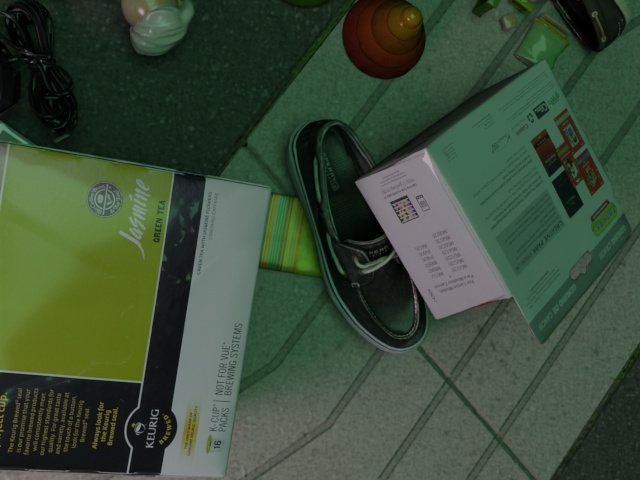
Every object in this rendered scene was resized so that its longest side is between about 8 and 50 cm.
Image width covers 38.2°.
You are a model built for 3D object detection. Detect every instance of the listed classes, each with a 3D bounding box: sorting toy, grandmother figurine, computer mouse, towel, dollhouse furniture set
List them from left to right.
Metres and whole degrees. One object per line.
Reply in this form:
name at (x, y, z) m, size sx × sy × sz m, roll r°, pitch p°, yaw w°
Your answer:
computer mouse at (-0.438, -0.176, 1.096) m, size 0.272 × 0.072 × 0.188 m, roll -16°, pitch 73°, yaw -20°
grandmother figurine at (-0.226, -0.391, 1.103) m, size 0.104 × 0.208 × 0.342 m, roll -4°, pitch 115°, yaw 11°
towel at (0.000, 0.000, 1.243) m, size 0.237 × 0.021 × 0.102 m, roll 11°, pitch 90°, yaw -15°
sorting toy at (0.012, -0.362, 1.195) m, size 0.365 × 0.126 × 0.127 m, roll 41°, pitch 80°, yaw -12°
dollhouse furniture set at (0.293, -0.304, 1.303) m, size 0.152 × 0.058 × 0.076 m, roll 33°, pitch 82°, yaw -12°

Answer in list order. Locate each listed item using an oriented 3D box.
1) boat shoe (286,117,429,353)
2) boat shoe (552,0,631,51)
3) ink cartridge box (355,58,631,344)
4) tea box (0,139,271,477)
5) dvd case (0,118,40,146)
boat shoe at (0.051, 0.001, 1.183) m, size 0.121 × 0.119 × 0.335 m, roll -30°, pitch 99°, yaw -12°
boat shoe at (0.348, -0.369, 1.306) m, size 0.228 × 0.081 × 0.068 m, roll 45°, pitch 75°, yaw -13°
ink cartridge box at (0.235, -0.042, 1.182) m, size 0.309 × 0.130 × 0.272 m, roll -37°, pitch 99°, yaw -41°
tea box at (-0.260, 0.072, 1.033) m, size 0.323 × 0.220 × 0.329 m, roll 10°, pitch 90°, yaw -24°
dvd case at (-0.351, -0.011, 1.143) m, size 0.239 × 0.029 × 0.179 m, roll 36°, pitch 80°, yaw -12°
